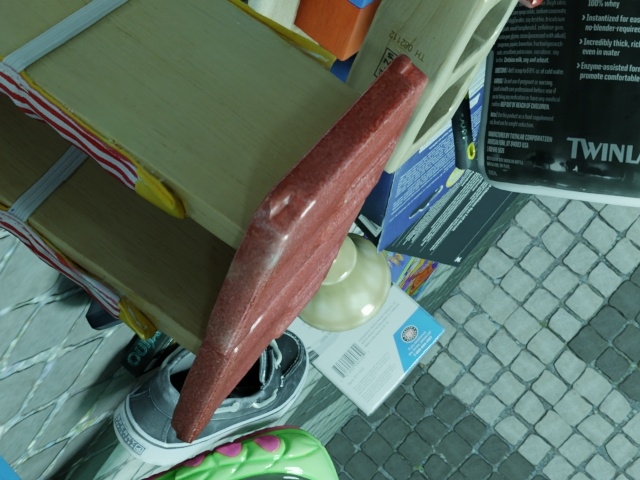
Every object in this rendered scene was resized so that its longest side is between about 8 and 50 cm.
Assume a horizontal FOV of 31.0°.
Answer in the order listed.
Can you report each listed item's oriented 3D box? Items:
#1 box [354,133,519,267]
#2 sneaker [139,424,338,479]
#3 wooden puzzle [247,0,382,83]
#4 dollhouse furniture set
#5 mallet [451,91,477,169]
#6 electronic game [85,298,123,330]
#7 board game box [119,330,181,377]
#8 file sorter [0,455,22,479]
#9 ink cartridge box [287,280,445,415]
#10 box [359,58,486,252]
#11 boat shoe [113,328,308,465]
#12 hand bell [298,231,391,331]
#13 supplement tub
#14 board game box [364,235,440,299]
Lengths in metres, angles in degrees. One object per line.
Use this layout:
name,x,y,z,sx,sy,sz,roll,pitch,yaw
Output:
box,0.165,-0.104,1.323,0.184,0.103,0.261,15,118,-52
sneaker,-0.195,0.362,1.196,0.483,0.202,0.185,-25,172,11
wooden puzzle,0.061,-0.184,0.858,0.322,0.080,0.348,-40,166,-36
dollhouse furniture set,-0.016,-0.117,0.540,0.374,0.201,0.152,-47,170,-39
mallet,0.096,-0.130,0.778,0.062,0.039,0.190,-51,145,-24
electronic game,-0.073,0.010,0.882,0.229,0.048,0.229,-26,-176,2
board game box,-0.108,0.046,1.116,0.186,0.026,0.126,-52,169,18
file sorter,-0.266,0.168,0.717,0.104,0.118,0.170,-45,168,-5
ink cartridge box,0.035,0.100,1.408,0.139,0.190,0.082,-47,170,-5
box,0.088,-0.101,0.901,0.136,0.036,0.225,-41,155,-34
boat shoe,-0.085,0.130,1.172,0.102,0.108,0.301,-50,163,27
hand bell,0.000,0.000,1.241,0.126,0.126,0.242,-46,156,-11
supplement tub,0.207,-0.182,0.722,0.193,0.193,0.316,-12,108,-71
board game box,0.127,0.024,1.775,0.233,0.078,0.347,-40,166,-36
